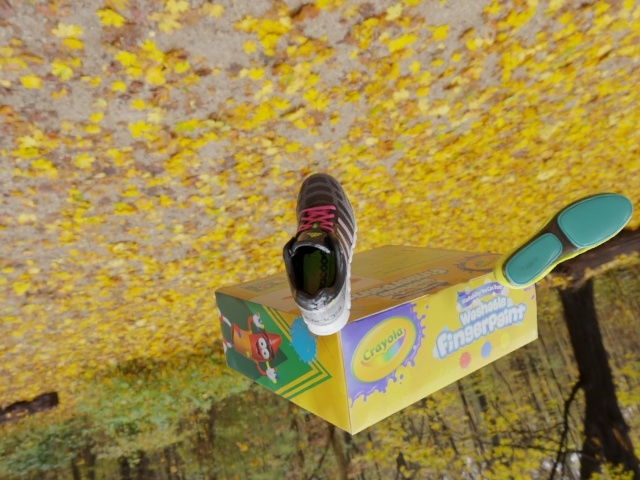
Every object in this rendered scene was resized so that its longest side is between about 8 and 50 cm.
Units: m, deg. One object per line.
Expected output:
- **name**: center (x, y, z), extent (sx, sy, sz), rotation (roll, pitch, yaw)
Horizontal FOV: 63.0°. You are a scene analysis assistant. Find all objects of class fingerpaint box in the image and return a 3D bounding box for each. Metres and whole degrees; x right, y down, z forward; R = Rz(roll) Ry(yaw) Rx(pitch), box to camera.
- **fingerpaint box**: center (0.098, 0.135, 0.939), extent (0.444, 0.163, 0.371), rotation (-13, -169, -36)

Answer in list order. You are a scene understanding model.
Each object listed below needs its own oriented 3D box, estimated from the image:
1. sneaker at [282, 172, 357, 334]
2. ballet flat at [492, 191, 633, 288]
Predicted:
- **sneaker**: center (0.000, 0.000, 0.504), extent (0.063, 0.171, 0.075), rotation (-4, 155, 12)
- **ballet flat**: center (0.364, -0.001, 0.807), extent (0.231, 0.077, 0.077), rotation (-32, 174, -3)
